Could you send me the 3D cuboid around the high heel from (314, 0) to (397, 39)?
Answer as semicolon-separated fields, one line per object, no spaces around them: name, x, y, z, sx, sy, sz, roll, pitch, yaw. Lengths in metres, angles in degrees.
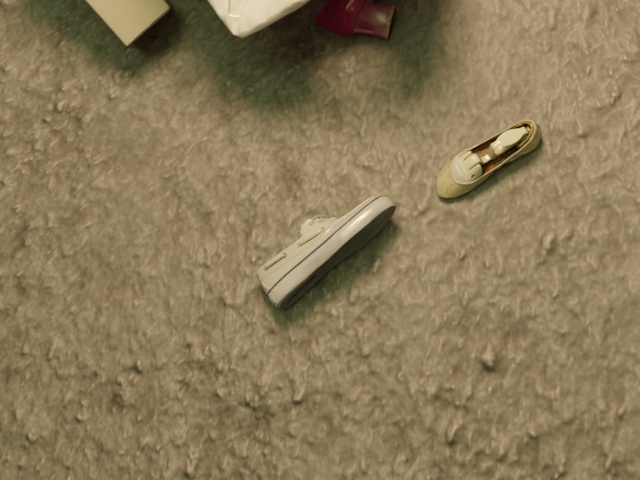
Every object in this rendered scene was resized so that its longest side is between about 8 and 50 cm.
high heel;0.071;-0.422;1.485;0.117;0.082;0.244;13;95;8

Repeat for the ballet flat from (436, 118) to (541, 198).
ballet flat;0.229;-0.119;1.393;0.168;0.052;0.057;-34;72;6

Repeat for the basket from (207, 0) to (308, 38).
basket;-0.042;-0.508;1.329;0.328;0.266;0.331;-22;111;37

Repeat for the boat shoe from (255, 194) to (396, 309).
boat shoe;0.000;0.000;1.413;0.226;0.083;0.076;-40;73;5

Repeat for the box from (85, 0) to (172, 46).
box;-0.350;-0.430;1.514;0.094;0.113;0.275;-40;105;5
